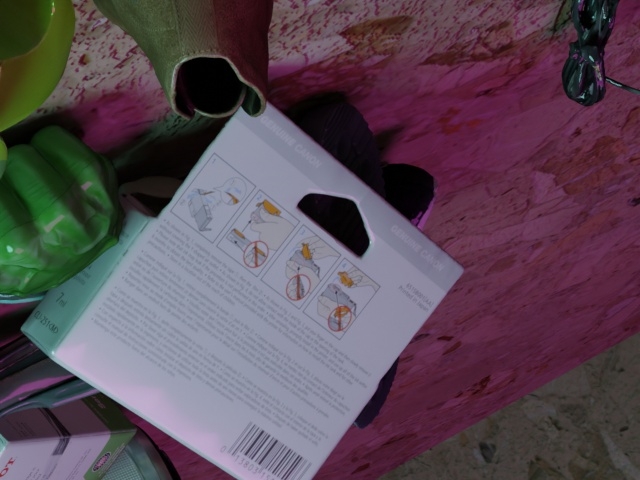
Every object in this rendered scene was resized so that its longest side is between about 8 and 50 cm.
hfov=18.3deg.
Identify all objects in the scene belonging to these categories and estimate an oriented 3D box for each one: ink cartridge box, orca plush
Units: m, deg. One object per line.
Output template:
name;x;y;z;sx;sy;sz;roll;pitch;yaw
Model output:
ink cartridge box;-0.298;0.212;1.852;0.160;0.092;0.219;-53;157;15
orca plush;0.000;0.000;1.776;0.102;0.151;0.287;18;164;-16
ink cartridge box;-0.052;0.044;1.496;0.275;0.060;0.239;39;86;-39

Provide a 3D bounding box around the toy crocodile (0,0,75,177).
toy crocodile;-0.267;-0.067;0.998;0.340;0.115;0.105;-17;143;-41

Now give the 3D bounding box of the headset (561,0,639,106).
headset;0.395;-0.167;1.642;0.394;0.243;0.185;-8;138;-5

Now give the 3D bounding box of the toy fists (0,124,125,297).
toy fists;-0.261;0.017;1.332;0.279;0.096;0.142;-29;175;0

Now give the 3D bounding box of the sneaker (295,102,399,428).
sneaker;-0.019;0.018;1.628;0.112;0.131;0.319;-47;144;-42

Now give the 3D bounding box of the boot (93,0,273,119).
boot;-0.071;-0.114;1.090;0.112;0.115;0.305;-11;178;-1

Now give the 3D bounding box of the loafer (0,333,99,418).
loafer;-0.289;0.112;1.675;0.267;0.084;0.096;-18;-166;-16

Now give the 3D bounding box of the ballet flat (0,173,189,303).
ballet flat;-0.161;-0.011;1.478;0.203;0.074;0.074;-14;161;-23

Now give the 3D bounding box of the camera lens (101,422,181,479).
camera lens;-0.280;0.324;2.092;0.274;0.219;0.219;-20;164;-24
